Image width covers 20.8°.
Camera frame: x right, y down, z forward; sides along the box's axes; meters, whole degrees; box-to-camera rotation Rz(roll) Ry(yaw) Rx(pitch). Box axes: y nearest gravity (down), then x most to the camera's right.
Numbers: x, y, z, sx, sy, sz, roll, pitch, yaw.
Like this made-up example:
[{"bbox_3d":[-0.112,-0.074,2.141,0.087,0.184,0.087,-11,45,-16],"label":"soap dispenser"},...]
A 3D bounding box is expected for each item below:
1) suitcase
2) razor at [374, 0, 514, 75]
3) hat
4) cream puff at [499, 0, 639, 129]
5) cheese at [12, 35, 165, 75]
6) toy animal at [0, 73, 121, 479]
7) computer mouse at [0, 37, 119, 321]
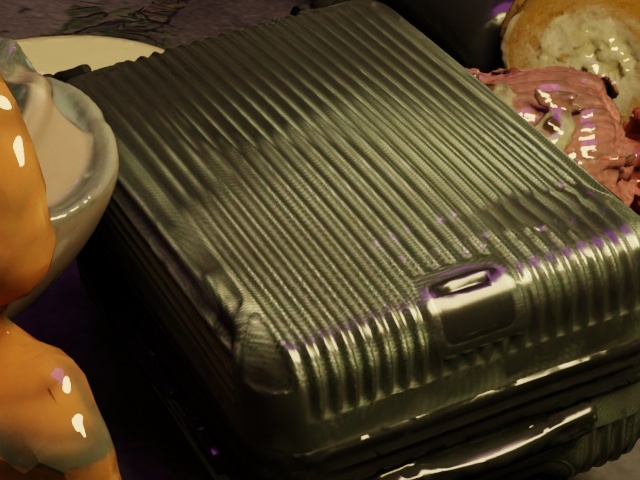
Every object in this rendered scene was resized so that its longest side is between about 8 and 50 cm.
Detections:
[{"bbox_3d":[0.000,0.000,0.797,0.202,0.128,0.312,-17,36,-19],"label":"suitcase"},{"bbox_3d":[0.131,-0.201,1.365,0.204,0.113,0.349,-2,25,-25],"label":"razor"},{"bbox_3d":[0.103,-0.048,1.012,0.286,0.107,0.236,1,40,2],"label":"hat"},{"bbox_3d":[0.195,-0.113,1.149,0.165,0.150,0.115,58,21,10],"label":"cream puff"},{"bbox_3d":[-0.127,-0.091,1.099,0.163,0.070,0.249,17,26,21],"label":"cheese"},{"bbox_3d":[-0.248,0.066,0.560,0.338,0.216,0.191,-23,20,-37],"label":"toy animal"},{"bbox_3d":[-0.259,0.008,0.796,0.389,0.115,0.199,-6,33,24],"label":"computer mouse"}]
